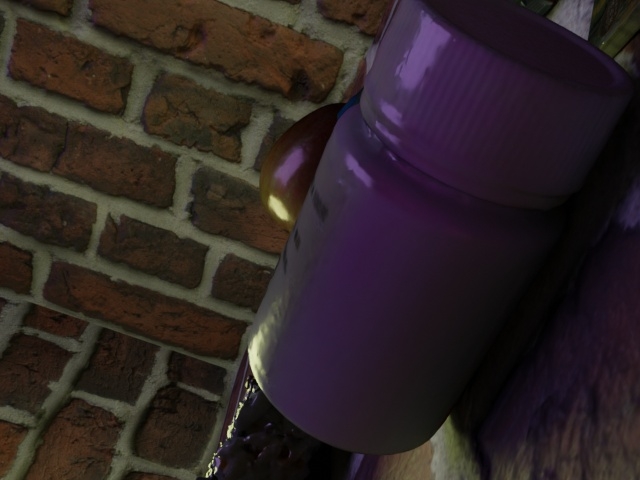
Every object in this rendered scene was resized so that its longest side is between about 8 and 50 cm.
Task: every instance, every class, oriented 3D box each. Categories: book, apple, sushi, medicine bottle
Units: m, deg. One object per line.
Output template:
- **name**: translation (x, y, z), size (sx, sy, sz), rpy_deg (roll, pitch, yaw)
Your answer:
- **book**: translation (0.292, -0.282, 0.733), size (0.160, 0.024, 0.228), rpy_deg (118, 170, -64)
- **apple**: translation (0.032, -0.110, 1.378), size (0.257, 0.257, 0.234), rpy_deg (-86, 18, -68)
- **sushi**: translation (-0.070, 0.319, 1.288), size (0.417, 0.176, 0.417), rpy_deg (23, -90, -89)
- **medicine bottle**: translation (0.089, -0.011, 0.737), size (0.219, 0.219, 0.388), rpy_deg (-80, 11, -58)

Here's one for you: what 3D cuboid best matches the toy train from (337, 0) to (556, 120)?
- **toy train**: translation (0.165, -0.241, 1.068), size (0.409, 0.086, 0.089), rpy_deg (-41, 44, 47)
